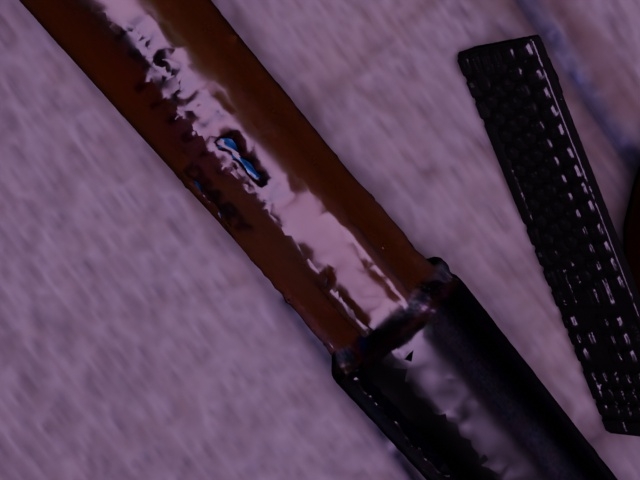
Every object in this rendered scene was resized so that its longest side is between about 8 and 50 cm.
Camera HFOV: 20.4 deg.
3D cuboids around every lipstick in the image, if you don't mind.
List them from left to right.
[{"bbox_3d":[0.000,0.000,0.824,0.077,0.077,0.418,-40,99,4],"label":"lipstick"}]

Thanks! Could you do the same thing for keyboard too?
[{"bbox_3d":[0.120,0.002,0.840,0.013,0.061,0.204,-27,102,-26],"label":"keyboard"}]

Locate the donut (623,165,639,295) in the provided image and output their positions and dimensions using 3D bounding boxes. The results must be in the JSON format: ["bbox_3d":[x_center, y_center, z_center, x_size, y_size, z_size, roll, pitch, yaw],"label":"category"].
[{"bbox_3d":[0.265,-0.002,0.829,0.230,0.096,0.216,32,96,-8],"label":"donut"}]
